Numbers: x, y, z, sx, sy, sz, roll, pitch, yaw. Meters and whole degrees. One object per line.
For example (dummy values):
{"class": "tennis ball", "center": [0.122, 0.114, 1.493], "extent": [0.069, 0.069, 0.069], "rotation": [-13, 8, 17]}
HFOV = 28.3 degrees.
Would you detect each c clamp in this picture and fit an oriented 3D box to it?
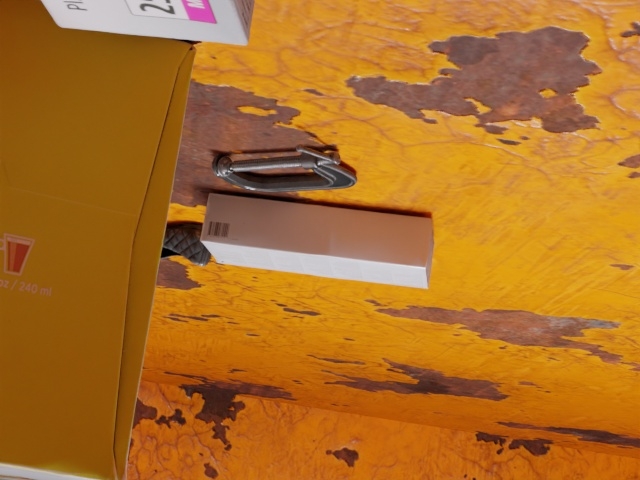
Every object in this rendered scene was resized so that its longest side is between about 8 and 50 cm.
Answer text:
{"class": "c clamp", "center": [-0.038, -0.069, 1.197], "extent": [0.161, 0.022, 0.137], "rotation": [-4, 166, 37]}

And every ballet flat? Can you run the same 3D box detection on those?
{"class": "ballet flat", "center": [-0.193, 0.011, 1.542], "extent": [0.057, 0.049, 0.173], "rotation": [21, 162, -38]}

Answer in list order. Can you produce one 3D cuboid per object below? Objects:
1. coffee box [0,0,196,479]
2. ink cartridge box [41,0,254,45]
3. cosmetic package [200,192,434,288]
{"class": "coffee box", "center": [-0.325, 0.003, 0.986], "extent": [0.338, 0.338, 0.334], "rotation": [13, 165, -21]}
{"class": "ink cartridge box", "center": [-0.169, -0.194, 0.684], "extent": [0.239, 0.060, 0.275], "rotation": [6, 166, 6]}
{"class": "cosmetic package", "center": [0.000, 0.000, 1.358], "extent": [0.239, 0.060, 0.099], "rotation": [7, 164, 8]}
